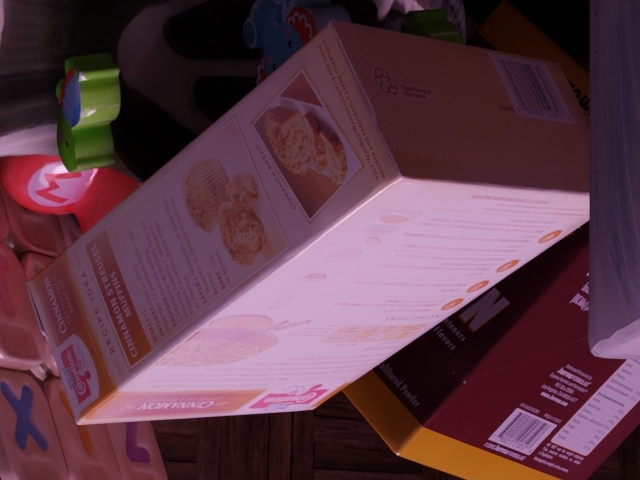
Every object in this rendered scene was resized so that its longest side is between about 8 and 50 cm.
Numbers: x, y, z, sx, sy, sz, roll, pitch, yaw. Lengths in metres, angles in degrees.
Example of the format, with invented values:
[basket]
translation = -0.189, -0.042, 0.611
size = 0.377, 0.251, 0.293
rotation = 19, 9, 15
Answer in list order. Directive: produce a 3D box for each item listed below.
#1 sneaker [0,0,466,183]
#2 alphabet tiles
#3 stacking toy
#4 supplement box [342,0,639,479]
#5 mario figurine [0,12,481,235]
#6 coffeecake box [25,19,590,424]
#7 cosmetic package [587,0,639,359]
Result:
[sneaker]
translation = -0.113, -0.110, 0.790
size = 0.410, 0.158, 0.182
rotation = 7, -160, -38
[alphabet tiles]
translation = -0.154, 0.011, 0.994
size = 0.021, 0.278, 0.284
rotation = -25, 162, 17
[stacking toy]
translation = 0.007, -0.092, 0.665
size = 0.167, 0.052, 0.221
rotation = -10, 155, -29
[supplement box]
translation = 0.110, 0.015, 0.959
size = 0.129, 0.194, 0.191
rotation = 48, -168, 34
[mario figurine]
translation = -0.016, -0.028, 0.972
size = 0.320, 0.198, 0.170
rotation = 3, -177, -35
[coffeecake box]
translation = 0.000, 0.000, 0.723
size = 0.185, 0.068, 0.142
rotation = -37, 155, 33
[cosmetic package]
translation = 0.144, -0.091, 0.437
size = 0.138, 0.224, 0.225
rotation = 2, 170, -2
